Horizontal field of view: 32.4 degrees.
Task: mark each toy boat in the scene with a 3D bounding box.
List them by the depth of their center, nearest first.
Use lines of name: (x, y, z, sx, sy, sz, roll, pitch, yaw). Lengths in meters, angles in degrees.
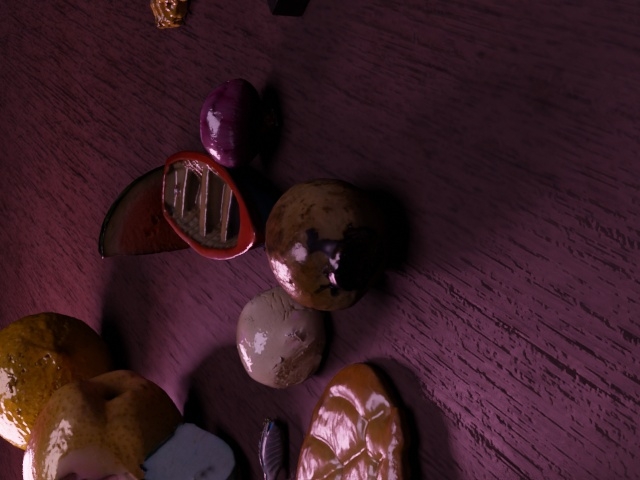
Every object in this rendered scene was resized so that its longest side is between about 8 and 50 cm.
toy boat: (-0.128, -0.043, 1.462, 0.392, 0.079, 0.136, 23, 111, 61)

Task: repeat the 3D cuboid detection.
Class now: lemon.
lemon: (-0.506, 0.266, 2.053, 0.310, 0.257, 0.258, 138, 124, -67)

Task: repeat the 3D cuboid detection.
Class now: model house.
model house: (-0.169, 0.365, 1.580, 0.148, 0.119, 0.149, 19, 136, 37)

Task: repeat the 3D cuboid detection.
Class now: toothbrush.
toothbrush: (-0.076, 0.434, 1.434, 0.042, 0.035, 0.414, -153, 67, -77)

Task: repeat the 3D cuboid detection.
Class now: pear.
pear: (-0.326, 0.330, 1.699, 0.271, 0.271, 0.271, 12, 103, 62)

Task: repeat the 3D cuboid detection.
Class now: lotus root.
lotus root: (0.000, 0.000, 1.179, 0.214, 0.138, 0.139, -153, 63, -72)

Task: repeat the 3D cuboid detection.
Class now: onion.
onion: (-0.102, -0.148, 1.392, 0.115, 0.104, 0.115, -3, -90, -73)

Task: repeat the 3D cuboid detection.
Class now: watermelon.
watermelon: (-0.274, -0.037, 1.718, 0.137, 0.193, 0.145, 47, 167, -23)

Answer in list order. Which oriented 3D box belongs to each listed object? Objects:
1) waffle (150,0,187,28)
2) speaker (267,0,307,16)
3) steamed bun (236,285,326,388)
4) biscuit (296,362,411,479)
waffle: (-0.232, -0.422, 1.654, 0.149, 0.051, 0.194, -45, 54, 53)
speaker: (-0.014, -0.338, 1.248, 0.191, 0.040, 0.046, -59, 42, 48)
steamed bun: (-0.054, 0.113, 1.321, 0.130, 0.090, 0.113, -63, 38, 45)
biscuit: (0.031, 0.249, 1.225, 0.260, 0.041, 0.203, -47, 52, 52)
